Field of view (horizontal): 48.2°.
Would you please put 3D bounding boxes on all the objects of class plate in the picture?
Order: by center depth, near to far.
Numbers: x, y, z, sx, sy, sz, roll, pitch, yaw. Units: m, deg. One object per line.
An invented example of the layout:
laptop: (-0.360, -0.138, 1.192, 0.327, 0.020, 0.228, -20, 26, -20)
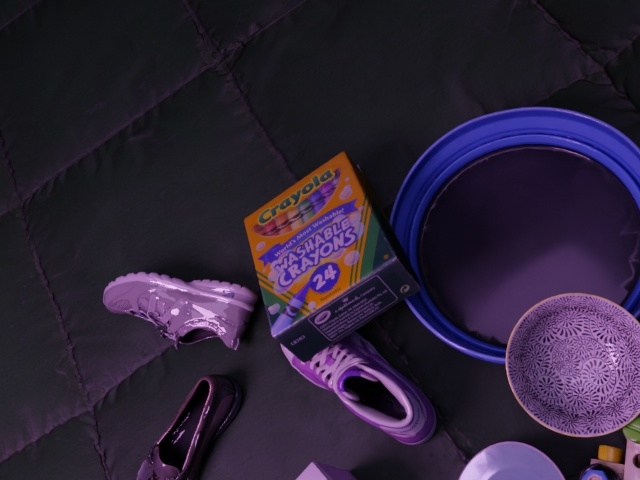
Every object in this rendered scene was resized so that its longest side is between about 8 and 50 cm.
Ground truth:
plate: (0.246, 0.354, 0.913, 0.188, 0.024, 0.188, -30, 49, 41)

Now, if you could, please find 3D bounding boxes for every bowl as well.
bowl: (0.318, 0.151, 0.884, 0.170, 0.080, 0.170, -2, 84, 17)
bowl: (0.295, -0.007, 1.042, 0.391, 0.077, 0.391, -8, 67, 19)

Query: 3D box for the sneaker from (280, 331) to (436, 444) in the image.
sneaker: (0.035, 0.180, 1.024, 0.282, 0.161, 0.102, 28, 83, 30)

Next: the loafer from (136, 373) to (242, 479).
loafer: (-0.225, 0.323, 1.112, 0.096, 0.084, 0.267, 26, 81, 28)

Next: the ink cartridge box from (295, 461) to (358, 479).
ink cartridge box: (-0.026, 0.407, 0.961, 0.208, 0.153, 0.087, -47, 59, -2)

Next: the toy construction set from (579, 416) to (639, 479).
toy construction set: (0.402, 0.334, 0.807, 0.215, 0.151, 0.327, -2, 53, 40)

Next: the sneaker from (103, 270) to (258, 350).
sneaker: (-0.248, 0.121, 1.191, 0.281, 0.105, 0.115, 2, 70, 22)

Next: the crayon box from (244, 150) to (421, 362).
crayon box: (0.000, 0.000, 1.084, 0.203, 0.083, 0.323, -34, 39, 11)
